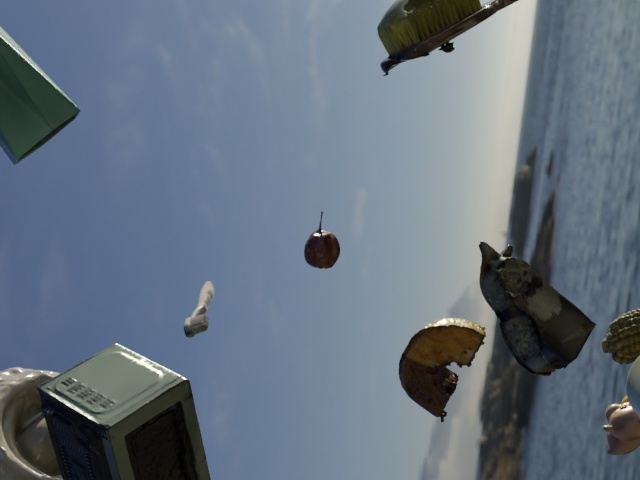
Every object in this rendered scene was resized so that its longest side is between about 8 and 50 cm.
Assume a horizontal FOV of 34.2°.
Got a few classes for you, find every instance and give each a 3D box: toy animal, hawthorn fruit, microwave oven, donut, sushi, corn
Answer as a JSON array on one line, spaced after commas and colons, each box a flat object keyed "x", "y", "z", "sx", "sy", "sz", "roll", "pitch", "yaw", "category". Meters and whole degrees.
[{"x": 0.495, "y": 0.294, "z": 1.693, "sx": 0.114, "sy": 0.082, "sz": 0.091, "roll": -39, "pitch": 48, "yaw": 41, "category": "toy animal"}, {"x": 0.000, "y": 0.000, "z": 1.852, "sx": 0.067, "sy": 0.067, "sz": 0.103, "roll": -26, "pitch": -72, "yaw": -78, "category": "hawthorn fruit"}, {"x": -0.221, "y": 0.249, "z": 1.187, "sx": 0.122, "sy": 0.162, "sz": 0.208, "roll": -30, "pitch": -57, "yaw": -38, "category": "microwave oven"}, {"x": 0.237, "y": 0.228, "z": 2.047, "sx": 0.217, "sy": 0.141, "sz": 0.085, "roll": -62, "pitch": -4, "yaw": 29, "category": "donut"}, {"x": 0.369, "y": 0.129, "z": 1.949, "sx": 0.134, "sy": 0.273, "sz": 0.109, "roll": -36, "pitch": -13, "yaw": -43, "category": "sushi"}, {"x": 0.584, "y": 0.131, "z": 1.632, "sx": 0.086, "sy": 0.288, "sz": 0.086, "roll": 40, "pitch": -139, "yaw": -49, "category": "corn"}]

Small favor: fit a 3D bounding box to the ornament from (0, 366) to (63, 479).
[{"x": -0.452, "y": 0.369, "z": 1.574, "sx": 0.337, "sy": 0.337, "sz": 0.337, "roll": 7, "pitch": -90, "yaw": -80, "category": "ornament"}]

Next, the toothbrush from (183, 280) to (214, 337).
[{"x": -0.167, "y": 0.093, "z": 1.501, "sx": 0.307, "sy": 0.029, "sz": 0.025, "roll": -99, "pitch": -10, "yaw": -81, "category": "toothbrush"}]

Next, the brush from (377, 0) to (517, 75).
[{"x": 0.160, "y": -0.253, "z": 1.081, "sx": 0.313, "sy": 0.072, "sz": 0.067, "roll": -34, "pitch": -73, "yaw": -41, "category": "brush"}]

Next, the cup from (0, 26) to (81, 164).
[{"x": -0.512, "y": -0.257, "z": 1.671, "sx": 0.236, "sy": 0.148, "sz": 0.134, "roll": 53, "pitch": -171, "yaw": -12, "category": "cup"}]

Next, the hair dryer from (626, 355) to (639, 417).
[{"x": 0.600, "y": 0.198, "z": 1.326, "sx": 0.203, "sy": 0.362, "sz": 0.128, "roll": -113, "pitch": 14, "yaw": -72, "category": "hair dryer"}]
